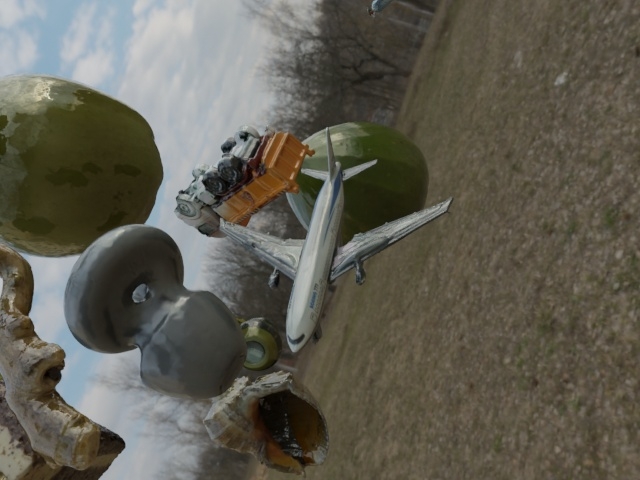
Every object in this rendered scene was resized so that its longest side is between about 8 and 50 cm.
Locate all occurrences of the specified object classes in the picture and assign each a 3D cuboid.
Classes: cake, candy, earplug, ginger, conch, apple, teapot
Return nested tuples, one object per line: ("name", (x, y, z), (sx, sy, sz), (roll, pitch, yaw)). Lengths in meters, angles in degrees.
("cake", (-0.351, 0.256, 0.700), (0.112, 0.135, 0.246), (-54, -10, -15))
("candy", (0.119, -0.442, 1.046), (0.083, 0.030, 0.020), (-47, 30, -15))
("earplug", (-0.254, 0.123, 0.901), (0.175, 0.326, 0.214), (-4, 42, 52))
("ginger", (-0.298, 0.103, 0.567), (0.075, 0.288, 0.089), (-4, -36, -51))
("conch", (-0.124, 0.449, 1.474), (0.297, 0.352, 0.210), (-38, 27, 26))
("apple", (-0.622, -0.174, 1.359), (0.473, 0.473, 0.474), (-164, 90, -89))
("teapot", (-0.170, 0.242, 1.386), (0.130, 0.165, 0.119), (-52, 5, 12))

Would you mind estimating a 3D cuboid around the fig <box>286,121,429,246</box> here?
("fig", (0.063, -0.121, 1.211), (0.316, 0.315, 0.316), (-164, 90, -89))

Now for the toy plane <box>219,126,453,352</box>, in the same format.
("toy plane", (0.001, 0.001, 0.492), (0.058, 0.225, 0.226), (62, -150, -51))

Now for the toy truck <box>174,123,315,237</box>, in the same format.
("toy truck", (-0.139, -0.095, 0.969), (0.270, 0.135, 0.114), (-27, 33, 45))

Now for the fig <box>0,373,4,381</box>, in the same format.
("fig", (-0.627, 0.380, 1.064), (0.326, 0.258, 0.258), (55, 146, 32))
